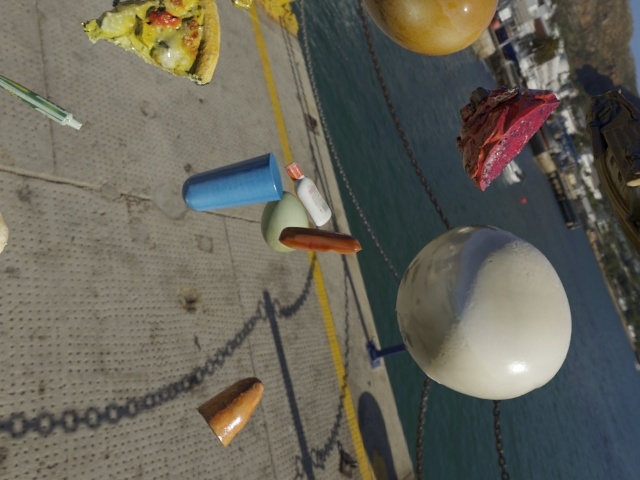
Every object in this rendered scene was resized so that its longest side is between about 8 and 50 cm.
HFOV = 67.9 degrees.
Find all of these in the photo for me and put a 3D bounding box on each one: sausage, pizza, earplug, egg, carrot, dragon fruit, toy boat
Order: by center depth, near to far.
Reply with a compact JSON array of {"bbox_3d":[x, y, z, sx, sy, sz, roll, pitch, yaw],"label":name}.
[{"bbox_3d":[0.425,-0.093,0.634,0.121,0.089,0.321,48,35,-43],"label":"toy boat"},{"bbox_3d":[-0.358,-0.450,1.023,0.288,0.075,0.279,-8,77,-18],"label":"pizza"},{"bbox_3d":[0.245,-0.595,1.105,0.351,0.282,0.283,39,26,11],"label":"egg"},{"bbox_3d":[0.446,-0.315,1.294,0.152,0.316,0.205,1,42,-44],"label":"dragon fruit"},{"bbox_3d":[-0.252,-0.151,1.320,0.132,0.273,0.132,-11,90,-84],"label":"earplug"},{"bbox_3d":[-0.286,0.547,1.587,0.225,0.159,0.159,-42,112,-21],"label":"carrot"},{"bbox_3d":[0.000,0.000,1.692,0.089,0.300,0.083,67,30,-78],"label":"sausage"},{"bbox_3d":[-0.167,-0.087,2.170,0.218,0.219,0.295,-62,152,-55],"label":"egg"}]

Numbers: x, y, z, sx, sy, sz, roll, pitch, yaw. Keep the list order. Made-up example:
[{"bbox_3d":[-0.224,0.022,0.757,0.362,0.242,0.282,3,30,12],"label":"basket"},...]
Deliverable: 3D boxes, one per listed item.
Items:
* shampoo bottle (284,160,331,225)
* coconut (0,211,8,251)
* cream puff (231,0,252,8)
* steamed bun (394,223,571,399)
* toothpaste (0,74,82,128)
[{"bbox_3d":[-0.042,-0.156,1.557,0.220,0.051,0.108,57,30,-15],"label":"shampoo bottle"},{"bbox_3d":[-0.907,-0.023,1.221,0.194,0.194,0.194,39,39,-42],"label":"coconut"},{"bbox_3d":[-0.240,-0.732,1.340,0.116,0.146,0.146,58,22,-62],"label":"cream puff"},{"bbox_3d":[0.305,0.119,0.856,0.325,0.206,0.324,12,61,-22],"label":"steamed bun"},{"bbox_3d":[-0.583,-0.286,0.958,0.204,0.031,0.049,31,-1,-21],"label":"toothpaste"}]
